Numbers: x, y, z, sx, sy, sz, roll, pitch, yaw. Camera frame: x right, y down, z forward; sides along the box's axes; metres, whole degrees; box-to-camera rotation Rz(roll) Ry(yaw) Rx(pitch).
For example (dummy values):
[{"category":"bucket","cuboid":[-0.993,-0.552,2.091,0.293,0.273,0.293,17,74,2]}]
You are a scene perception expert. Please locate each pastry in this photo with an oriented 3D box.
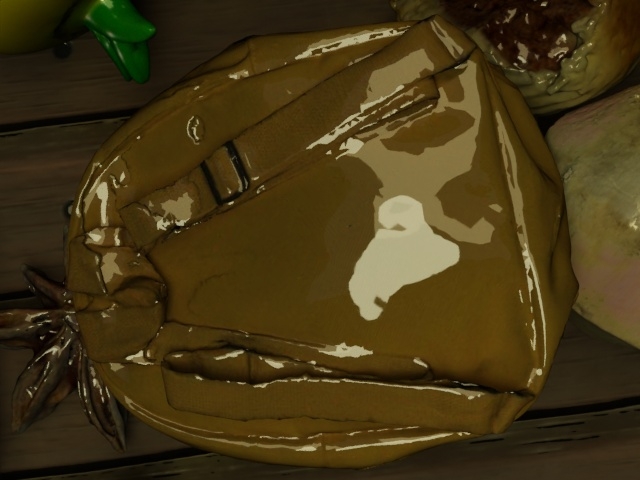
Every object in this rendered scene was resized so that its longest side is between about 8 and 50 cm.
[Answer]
[{"category":"pastry","cuboid":[0.205,-0.205,0.903,0.170,0.237,0.256,50,64,-34]}]

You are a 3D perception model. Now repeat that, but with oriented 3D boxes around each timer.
[{"category":"timer","cuboid":[-0.230,-0.257,0.880,0.285,0.285,0.285,0,78,0]}]

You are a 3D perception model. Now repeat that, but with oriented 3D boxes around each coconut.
[{"category":"coconut","cuboid":[0.271,-0.005,0.836,0.197,0.237,0.236,-13,76,-37]}]

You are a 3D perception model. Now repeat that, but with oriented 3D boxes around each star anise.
[{"category":"star anise","cuboid":[-0.197,0.076,0.890,0.229,0.093,0.236,22,75,10]}]

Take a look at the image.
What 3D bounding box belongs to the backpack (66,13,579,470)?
[{"category":"backpack","cuboid":[-0.001,-0.002,0.763,0.378,0.201,0.353,-4,87,8]}]
